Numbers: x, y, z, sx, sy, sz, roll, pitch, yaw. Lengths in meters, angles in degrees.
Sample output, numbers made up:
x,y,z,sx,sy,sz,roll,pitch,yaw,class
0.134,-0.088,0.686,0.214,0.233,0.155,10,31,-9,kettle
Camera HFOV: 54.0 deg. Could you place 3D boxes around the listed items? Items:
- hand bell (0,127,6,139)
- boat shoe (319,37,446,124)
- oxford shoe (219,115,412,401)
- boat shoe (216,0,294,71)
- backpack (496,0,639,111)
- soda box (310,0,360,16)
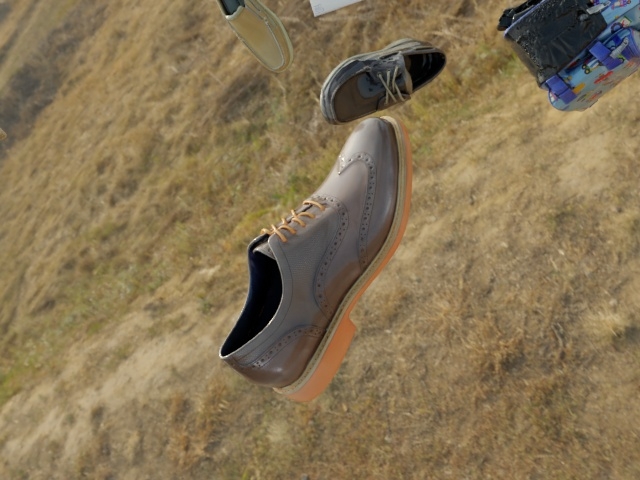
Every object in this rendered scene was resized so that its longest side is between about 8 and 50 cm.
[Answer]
x,y,z,sx,sy,sz,roll,pitch,yaw,class
-0.321,-0.175,0.433,0.126,0.242,0.126,-8,19,3,hand bell
0.148,-0.368,1.416,0.355,0.132,0.130,-38,33,-27,boat shoe
0.000,0.000,0.736,0.130,0.132,0.364,3,68,56,oxford shoe
-0.113,-0.327,0.919,0.068,0.190,0.072,-34,9,26,boat shoe
0.290,-0.225,0.628,0.173,0.158,0.117,-38,77,30,backpack
0.071,-0.430,1.025,0.073,0.069,0.216,-33,24,-34,soda box
